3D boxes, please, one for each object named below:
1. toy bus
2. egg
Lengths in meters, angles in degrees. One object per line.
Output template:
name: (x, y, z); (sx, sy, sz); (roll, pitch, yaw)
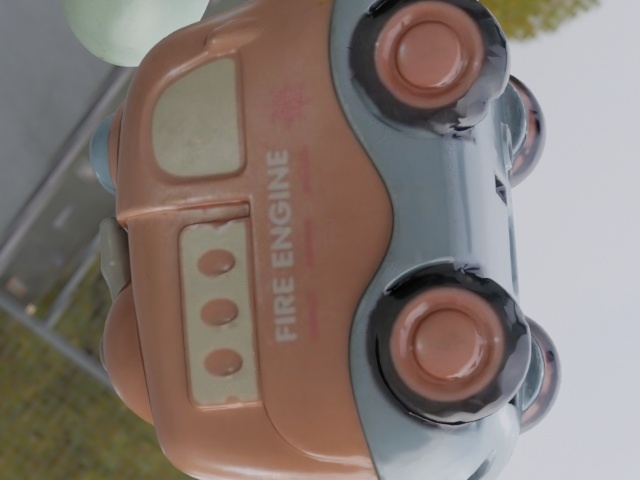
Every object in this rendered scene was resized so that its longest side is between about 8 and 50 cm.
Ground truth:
toy bus: (0.000, 0.000, 0.979); (0.232, 0.288, 0.194); (-7, 171, 14)
egg: (-0.173, -0.255, 1.825); (0.149, 0.149, 0.192); (-69, 174, -57)
